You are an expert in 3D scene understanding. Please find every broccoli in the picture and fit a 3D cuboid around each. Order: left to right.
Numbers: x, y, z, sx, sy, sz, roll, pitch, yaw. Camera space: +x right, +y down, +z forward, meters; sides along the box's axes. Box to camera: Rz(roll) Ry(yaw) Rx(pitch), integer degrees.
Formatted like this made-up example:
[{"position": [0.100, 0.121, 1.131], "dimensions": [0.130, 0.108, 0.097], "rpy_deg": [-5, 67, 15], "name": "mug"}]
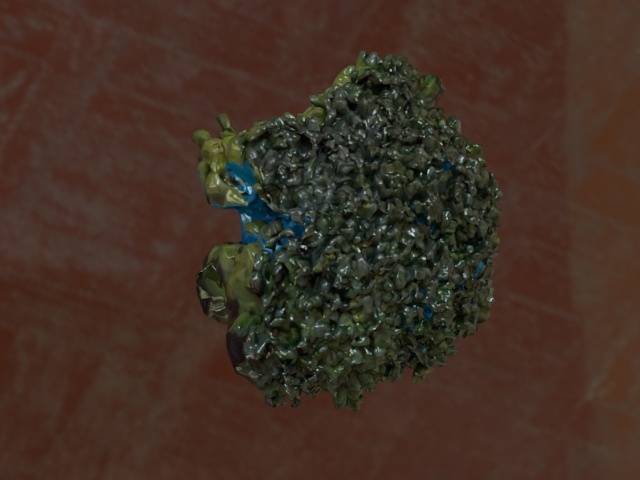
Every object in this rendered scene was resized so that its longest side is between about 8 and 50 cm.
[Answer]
[{"position": [0.000, 0.000, 0.837], "dimensions": [0.160, 0.167, 0.154], "rpy_deg": [-24, 158, 38], "name": "broccoli"}]
